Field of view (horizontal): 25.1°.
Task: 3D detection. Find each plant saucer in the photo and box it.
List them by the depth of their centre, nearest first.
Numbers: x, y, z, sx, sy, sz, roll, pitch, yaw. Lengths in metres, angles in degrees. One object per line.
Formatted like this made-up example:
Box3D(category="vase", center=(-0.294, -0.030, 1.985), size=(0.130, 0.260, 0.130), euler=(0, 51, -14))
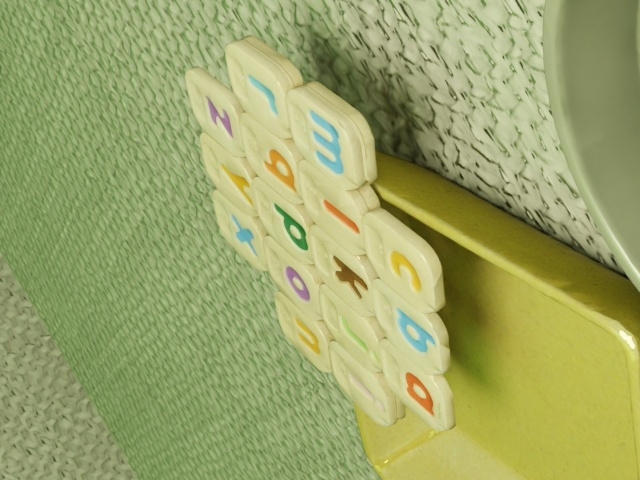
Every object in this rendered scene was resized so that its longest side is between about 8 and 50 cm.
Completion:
Box3D(category="plant saucer", center=(0.131, 0.102, 0.973), size=(0.333, 0.081, 0.333), euler=(33, 146, 46))

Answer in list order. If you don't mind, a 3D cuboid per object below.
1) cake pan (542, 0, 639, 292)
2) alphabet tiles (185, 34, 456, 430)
Box3D(category="cake pan", center=(0.218, -0.040, 0.644), size=(0.293, 0.054, 0.293), euler=(46, 154, 30))
Box3D(category="alphabet tiles", center=(0.000, 0.000, 0.990), size=(0.278, 0.021, 0.284), euler=(40, 151, 40))
